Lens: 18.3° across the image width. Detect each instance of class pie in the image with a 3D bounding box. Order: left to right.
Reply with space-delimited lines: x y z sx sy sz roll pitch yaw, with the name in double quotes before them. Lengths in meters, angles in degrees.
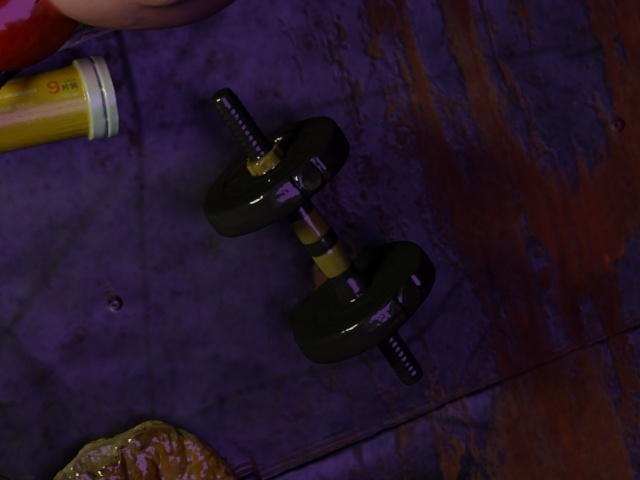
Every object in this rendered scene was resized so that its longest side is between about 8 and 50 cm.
"pie" -0.161 0.252 1.799 0.195 0.046 0.195 -4 103 -20

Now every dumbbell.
"dumbbell" 0.000 0.000 1.759 0.143 0.143 0.325 -38 109 -10

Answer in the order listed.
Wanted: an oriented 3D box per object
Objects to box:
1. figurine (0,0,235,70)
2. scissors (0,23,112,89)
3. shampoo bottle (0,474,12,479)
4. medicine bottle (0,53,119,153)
"figurine" -0.153 -0.280 1.630 0.211 0.261 0.269 4 80 -59
"scissors" -0.241 -0.164 1.686 0.300 0.109 0.022 -23 132 -27
"shampoo bottle" -0.312 0.344 1.612 0.317 0.322 0.322 24 91 -28
"medicine bottle" -0.283 -0.102 1.678 0.218 0.074 0.074 -13 104 -16
